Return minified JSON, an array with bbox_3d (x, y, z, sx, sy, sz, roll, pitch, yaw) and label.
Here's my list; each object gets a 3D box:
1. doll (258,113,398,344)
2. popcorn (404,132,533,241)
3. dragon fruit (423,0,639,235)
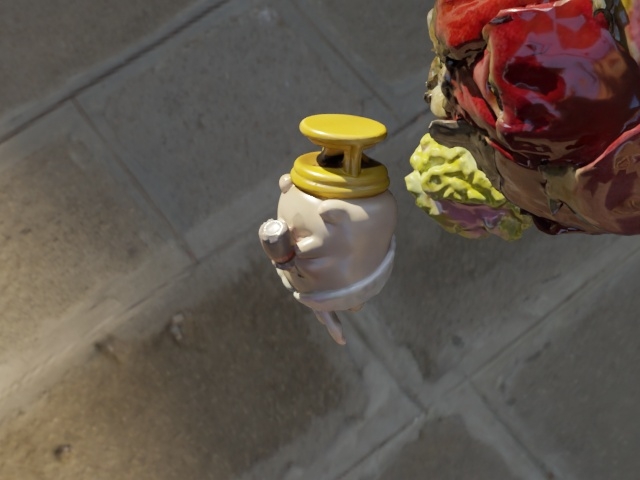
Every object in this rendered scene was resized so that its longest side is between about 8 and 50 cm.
[{"bbox_3d":[0.000,0.000,0.539,0.084,0.127,0.073,-16,29,-43],"label":"doll"},{"bbox_3d":[0.164,-0.064,1.040,0.145,0.126,0.126,31,93,27],"label":"popcorn"},{"bbox_3d":[0.237,-0.153,0.721,0.329,0.329,0.329,0,69,1],"label":"dragon fruit"}]
